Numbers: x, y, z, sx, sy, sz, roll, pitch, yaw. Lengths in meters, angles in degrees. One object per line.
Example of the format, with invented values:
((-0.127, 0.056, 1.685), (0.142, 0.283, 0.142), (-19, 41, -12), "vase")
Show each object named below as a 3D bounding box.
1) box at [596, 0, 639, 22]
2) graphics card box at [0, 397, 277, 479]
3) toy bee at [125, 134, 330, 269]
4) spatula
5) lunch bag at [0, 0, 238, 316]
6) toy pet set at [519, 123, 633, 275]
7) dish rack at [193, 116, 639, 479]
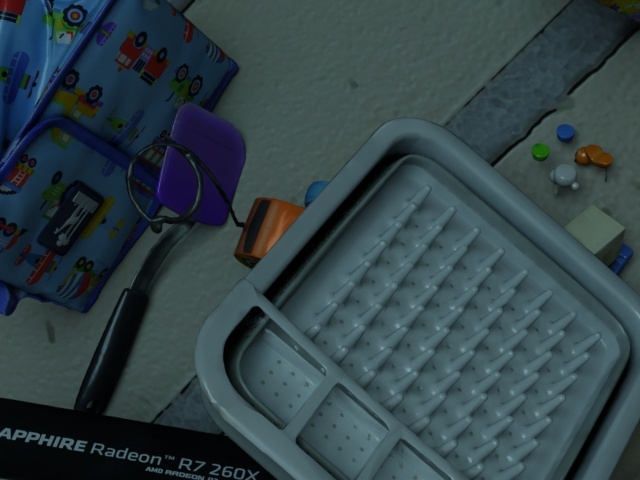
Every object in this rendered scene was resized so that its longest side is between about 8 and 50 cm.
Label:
((0.294, -0.366, 1.114), (0.290, 0.177, 0.279), (-31, 69, 29), "box")
((-0.142, 0.246, 1.083), (0.370, 0.094, 0.233), (9, 124, 6), "graphics card box")
((0.000, 0.000, 1.198), (0.298, 0.162, 0.195), (42, 79, 0), "toy bee")
((-0.148, 0.027, 1.277), (0.030, 0.084, 0.297), (30, 95, 51), "spatula")
((-0.224, -0.078, 1.235), (0.138, 0.221, 0.293), (22, 85, 24), "lunch bag")
((0.197, -0.014, 1.174), (0.122, 0.065, 0.114), (-36, 59, -24), "toy pet set")
((0.080, 0.090, 1.024), (0.285, 0.072, 0.333), (40, 50, 0), "dish rack")
